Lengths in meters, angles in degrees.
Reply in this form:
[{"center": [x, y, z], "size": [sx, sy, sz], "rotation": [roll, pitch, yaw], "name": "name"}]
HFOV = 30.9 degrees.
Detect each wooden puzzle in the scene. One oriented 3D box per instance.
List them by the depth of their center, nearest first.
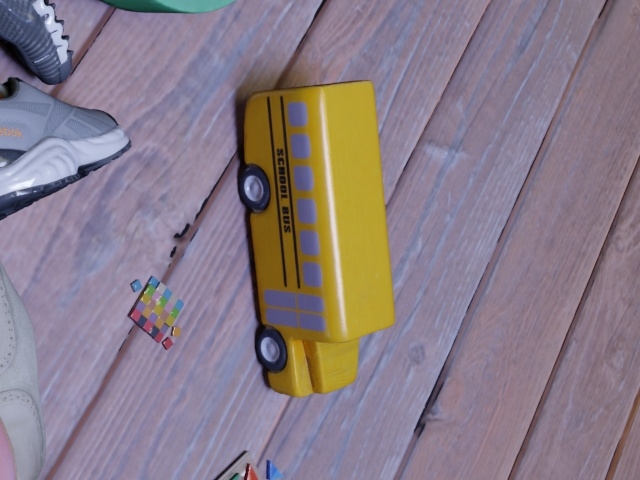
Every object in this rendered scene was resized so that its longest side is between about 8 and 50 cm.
[{"center": [-0.165, 0.070, 1.168], "size": [0.083, 0.006, 0.049], "rotation": [48, 59, -36], "name": "wooden puzzle"}, {"center": [-0.086, 0.276, 1.255], "size": [0.116, 0.014, 0.078], "rotation": [-48, 124, -34], "name": "wooden puzzle"}]

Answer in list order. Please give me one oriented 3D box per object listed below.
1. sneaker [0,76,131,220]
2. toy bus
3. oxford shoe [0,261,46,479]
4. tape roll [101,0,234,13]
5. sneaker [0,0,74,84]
[{"center": [-0.235, -0.090, 0.953], "size": [0.108, 0.100, 0.271], "rotation": [61, 10, -7], "name": "sneaker"}, {"center": [0.000, 0.000, 1.247], "size": [0.108, 0.130, 0.332], "rotation": [-14, 102, -45], "name": "toy bus"}, {"center": [-0.322, 0.039, 0.946], "size": [0.146, 0.141, 0.397], "rotation": [-35, 115, -74], "name": "oxford shoe"}, {"center": [-0.142, -0.374, 1.074], "size": [0.321, 0.077, 0.321], "rotation": [-18, 112, -55], "name": "tape roll"}, {"center": [-0.298, -0.210, 0.971], "size": [0.106, 0.078, 0.234], "rotation": [-41, 133, -14], "name": "sneaker"}]
